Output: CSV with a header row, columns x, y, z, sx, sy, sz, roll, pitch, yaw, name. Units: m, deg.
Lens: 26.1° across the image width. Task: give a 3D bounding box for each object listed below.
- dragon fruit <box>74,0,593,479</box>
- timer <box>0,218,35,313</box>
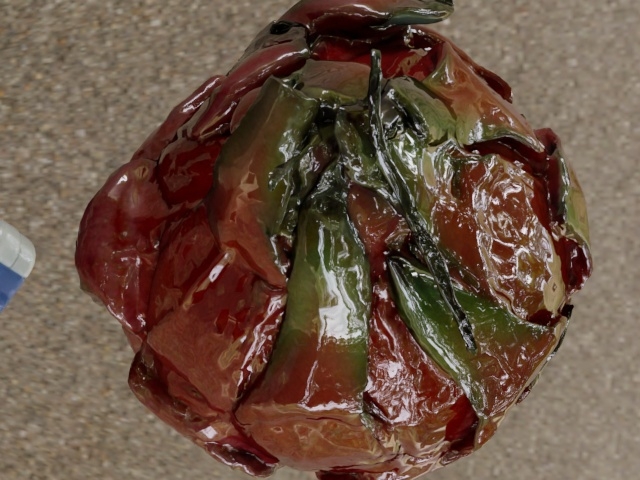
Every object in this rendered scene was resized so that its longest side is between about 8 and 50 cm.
x,y,z,sx,sy,sz,roll,pitch,yaw,name
0.000,0.000,0.601,0.293,0.234,0.233,40,62,-71,dragon fruit
-0.393,0.035,1.371,0.178,0.253,0.078,-55,133,-8,timer
